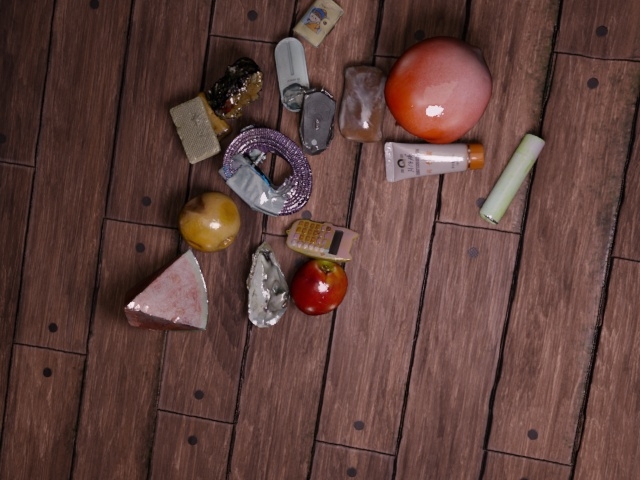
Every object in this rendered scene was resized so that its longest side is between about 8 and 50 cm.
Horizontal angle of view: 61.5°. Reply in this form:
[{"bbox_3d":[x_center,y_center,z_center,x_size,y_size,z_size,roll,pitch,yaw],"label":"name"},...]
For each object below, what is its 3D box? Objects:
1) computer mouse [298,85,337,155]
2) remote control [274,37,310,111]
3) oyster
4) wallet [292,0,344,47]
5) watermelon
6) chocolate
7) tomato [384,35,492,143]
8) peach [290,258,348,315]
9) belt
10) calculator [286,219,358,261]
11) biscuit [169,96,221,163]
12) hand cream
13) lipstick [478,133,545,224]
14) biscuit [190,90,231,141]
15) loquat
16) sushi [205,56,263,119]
[{"bbox_3d":[-0.020,-0.397,1.788,0.126,0.071,0.231,3,96,-22],"label":"computer mouse"},{"bbox_3d":[-0.090,-0.554,1.809,0.104,0.052,0.247,-7,91,7],"label":"remote control"},{"bbox_3d":[-0.193,0.159,1.824,0.199,0.087,0.252,-35,95,-4],"label":"oyster"},{"bbox_3d":[-0.006,-0.735,1.801,0.110,0.039,0.155,39,96,5],"label":"wallet"},{"bbox_3d":[-0.544,0.164,1.793,0.283,0.292,0.250,-10,61,7],"label":"watermelon"},{"bbox_3d":[0.140,-0.456,1.773,0.157,0.080,0.253,7,92,6],"label":"chocolate"},{"bbox_3d":[0.363,-0.458,1.635,0.322,0.321,0.321,0,92,6],"label":"tomato"},{"bbox_3d":[-0.009,0.161,1.765,0.197,0.197,0.197,0,92,6],"label":"peach"},{"bbox_3d":[-0.170,-0.224,1.797,0.325,0.122,0.260,45,89,0],"label":"belt"},{"bbox_3d":[0.000,0.000,1.786,0.237,0.033,0.157,15,51,7],"label":"calculator"},{"bbox_3d":[-0.422,-0.372,1.819,0.121,0.040,0.199,-21,89,5],"label":"biscuit"},{"bbox_3d":[0.367,-0.271,1.753,0.314,0.089,0.139,-5,119,11],"label":"hand cream"},{"bbox_3d":[0.614,-0.195,1.736,0.076,0.076,0.304,29,95,4],"label":"lipstick"},{"bbox_3d":[-0.418,-0.401,1.856,0.174,0.039,0.183,-32,88,8],"label":"biscuit"},{"bbox_3d":[-0.370,-0.066,1.782,0.213,0.213,0.213,0,92,6],"label":"loquat"},{"bbox_3d":[-0.272,-0.497,1.792,0.212,0.147,0.115,-42,82,16],"label":"sushi"}]
